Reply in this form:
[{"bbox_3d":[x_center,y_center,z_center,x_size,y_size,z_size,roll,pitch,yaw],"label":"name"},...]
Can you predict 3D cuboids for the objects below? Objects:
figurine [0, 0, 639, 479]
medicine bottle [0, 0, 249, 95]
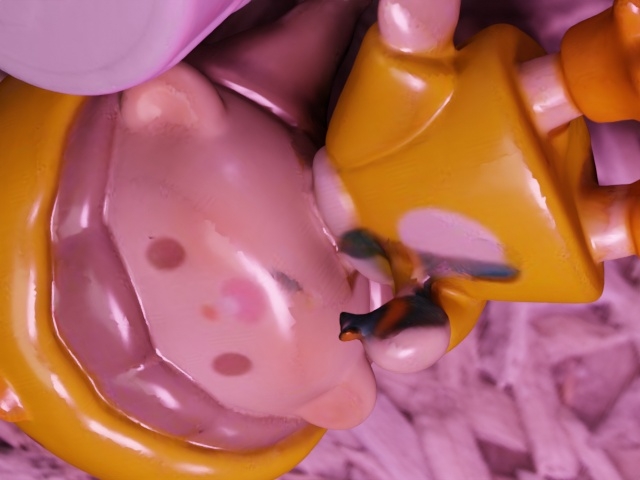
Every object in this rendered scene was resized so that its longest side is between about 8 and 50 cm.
[{"bbox_3d":[0.000,0.000,0.658,0.344,0.187,0.215,-10,110,29],"label":"figurine"},{"bbox_3d":[-0.061,-0.144,0.582,0.135,0.168,0.135,15,130,19],"label":"medicine bottle"}]
